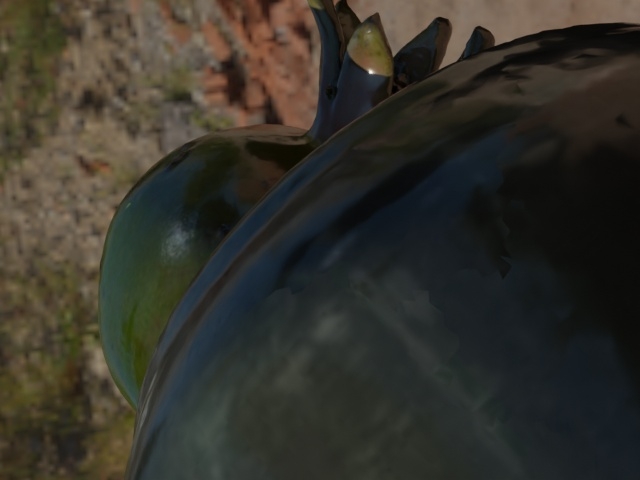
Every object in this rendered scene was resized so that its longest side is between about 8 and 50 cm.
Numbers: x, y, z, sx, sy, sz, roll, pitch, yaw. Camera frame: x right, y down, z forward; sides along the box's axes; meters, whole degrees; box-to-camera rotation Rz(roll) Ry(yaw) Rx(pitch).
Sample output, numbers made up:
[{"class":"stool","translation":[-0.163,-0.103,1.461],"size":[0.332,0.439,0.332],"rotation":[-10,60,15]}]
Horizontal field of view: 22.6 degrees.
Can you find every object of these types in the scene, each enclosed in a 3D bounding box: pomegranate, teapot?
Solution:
[{"class":"pomegranate","translation":[0.000,0.000,0.705],"size":[0.181,0.181,0.224],"rotation":[49,123,60]},{"class":"teapot","translation":[0.140,0.119,0.383],"size":[0.344,0.300,0.253],"rotation":[54,-178,31]}]
